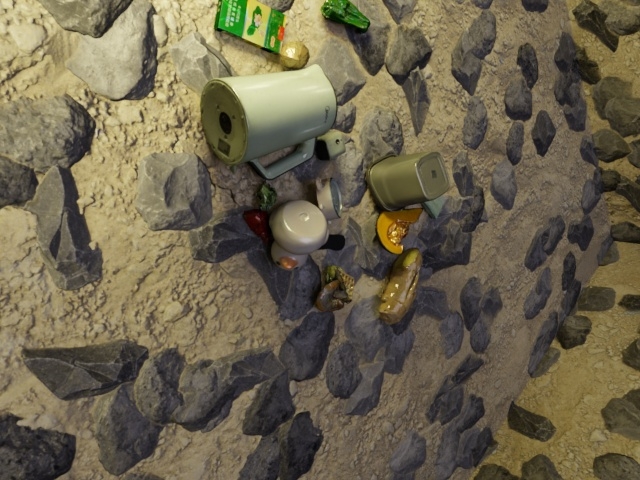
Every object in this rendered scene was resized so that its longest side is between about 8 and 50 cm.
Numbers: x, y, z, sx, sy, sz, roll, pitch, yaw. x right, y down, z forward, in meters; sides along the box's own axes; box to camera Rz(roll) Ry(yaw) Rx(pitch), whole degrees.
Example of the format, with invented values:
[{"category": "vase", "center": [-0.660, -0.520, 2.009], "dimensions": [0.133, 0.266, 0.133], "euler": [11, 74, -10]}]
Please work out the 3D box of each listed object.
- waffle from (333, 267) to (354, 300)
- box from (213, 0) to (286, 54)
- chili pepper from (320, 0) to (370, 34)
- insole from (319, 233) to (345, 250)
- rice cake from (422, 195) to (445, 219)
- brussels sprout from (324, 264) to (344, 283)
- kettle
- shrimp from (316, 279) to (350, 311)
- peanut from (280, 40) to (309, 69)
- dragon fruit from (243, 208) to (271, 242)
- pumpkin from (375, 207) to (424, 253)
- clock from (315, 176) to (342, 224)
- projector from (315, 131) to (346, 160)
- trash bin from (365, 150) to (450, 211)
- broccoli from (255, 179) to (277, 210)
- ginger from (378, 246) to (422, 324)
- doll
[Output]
[{"category": "waffle", "center": [0.087, 0.169, 1.876], "dimensions": [0.153, 0.023, 0.097], "euler": [36, 60, -54]}, {"category": "box", "center": [-0.218, -0.692, 1.552], "dimensions": [0.235, 0.034, 0.132], "euler": [8, 92, -40]}, {"category": "chili pepper", "center": [0.092, -0.809, 1.760], "dimensions": [0.257, 0.074, 0.100], "euler": [1, 96, -40]}, {"category": "insole", "center": [0.000, 0.000, 1.870], "dimensions": [0.253, 0.005, 0.086], "euler": [9, 93, -39]}, {"category": "rice cake", "center": [0.497, -0.199, 2.219], "dimensions": [0.211, 0.038, 0.124], "euler": [40, 72, -37]}, {"category": "brussels sprout", "center": [0.047, 0.133, 1.899], "dimensions": [0.085, 0.058, 0.085], "euler": [-29, 131, -39]}, {"category": "kettle", "center": [-0.152, -0.356, 1.559], "dimensions": [0.377, 0.250, 0.361], "euler": [-25, 133, -36]}, {"category": "shrimp", "center": [0.057, 0.221, 1.905], "dimensions": [0.188, 0.052, 0.132], "euler": [11, 111, -50]}, {"category": "peanut", "center": [-0.084, -0.608, 1.601], "dimensions": [0.083, 0.194, 0.093], "euler": [-36, 101, 19]}, {"category": "dragon fruit", "center": [-0.198, -0.047, 1.662], "dimensions": [0.097, 0.063, 0.131], "euler": [-23, 111, -34]}, {"category": "pumpkin", "center": [0.296, -0.073, 2.052], "dimensions": [0.163, 0.111, 0.278], "euler": [41, 63, -17]}, {"category": "clock", "center": [0.037, -0.150, 1.783], "dimensions": [0.229, 0.063, 0.155], "euler": [59, 24, -48]}, {"category": "projector", "center": [0.032, -0.342, 1.785], "dimensions": [0.082, 0.083, 0.083], "euler": [-32, 117, -31]}, {"category": "trash bin", "center": [0.352, -0.242, 1.932], "dimensions": [0.220, 0.250, 0.219], "euler": [-33, 106, -32]}, {"category": "broccoli", "center": [-0.186, -0.150, 1.639], "dimensions": [0.097, 0.095, 0.092], "euler": [-51, 138, -12]}, {"category": "ginger", "center": [0.354, 0.195, 2.114], "dimensions": [0.190, 0.126, 0.353], "euler": [20, 87, -34]}, {"category": "doll", "center": [-0.088, -0.010, 1.698], "dimensions": [0.221, 0.221, 0.251], "euler": [44, 38, -35]}]
